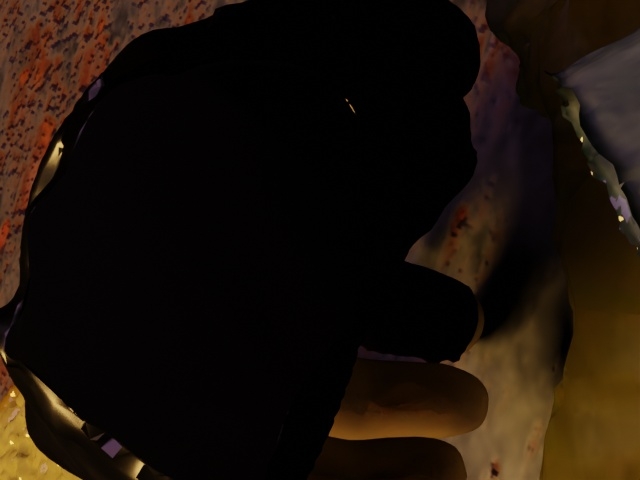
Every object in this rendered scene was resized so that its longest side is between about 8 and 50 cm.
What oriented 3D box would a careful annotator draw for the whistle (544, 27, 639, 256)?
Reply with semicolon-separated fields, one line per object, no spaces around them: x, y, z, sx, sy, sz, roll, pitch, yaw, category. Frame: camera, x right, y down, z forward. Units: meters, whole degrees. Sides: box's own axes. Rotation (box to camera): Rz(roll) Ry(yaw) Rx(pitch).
0.198;-0.085;0.406;0.312;0.062;0.062;-29;51;4;whistle

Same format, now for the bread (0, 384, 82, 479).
-0.088;0.132;0.806;0.260;0.129;0.134;-64;32;17;bread

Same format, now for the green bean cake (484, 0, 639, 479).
0.139;0.013;0.538;0.233;0.124;0.236;-18;67;50;green bean cake

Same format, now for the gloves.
-0.007;-0.003;0.613;0.152;0.301;0.197;26;90;22;gloves
